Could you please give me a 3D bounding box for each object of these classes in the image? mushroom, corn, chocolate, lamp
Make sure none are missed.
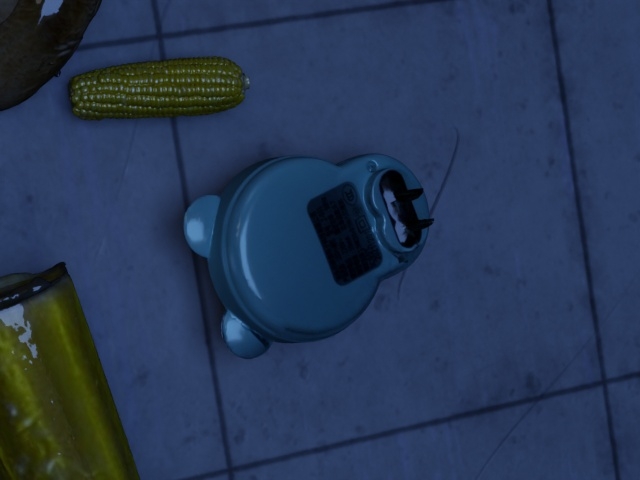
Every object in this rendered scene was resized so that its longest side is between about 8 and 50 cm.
[{"bbox_3d":[-0.292,-0.272,1.807,0.156,0.151,0.285,19,84,-22],"label":"mushroom"},{"bbox_3d":[-0.177,-0.166,1.900,0.206,0.067,0.067,-8,94,-18],"label":"corn"},{"bbox_3d":[-0.266,0.253,1.823,0.162,0.162,0.445,-23,100,-20],"label":"chocolate"},{"bbox_3d":[-0.005,0.000,1.927,0.284,0.147,0.209,-22,101,-11],"label":"lamp"}]
